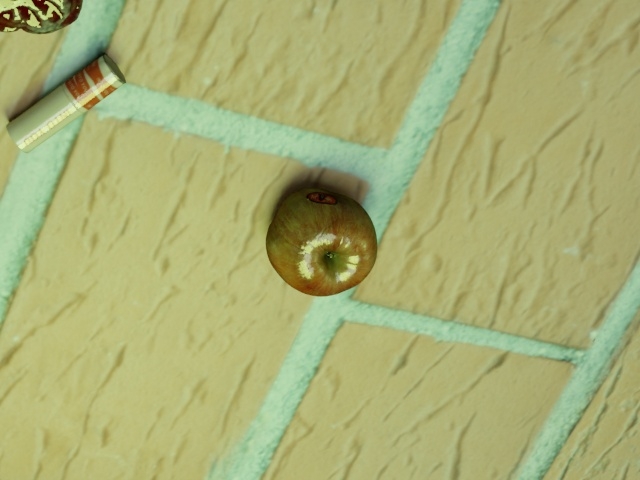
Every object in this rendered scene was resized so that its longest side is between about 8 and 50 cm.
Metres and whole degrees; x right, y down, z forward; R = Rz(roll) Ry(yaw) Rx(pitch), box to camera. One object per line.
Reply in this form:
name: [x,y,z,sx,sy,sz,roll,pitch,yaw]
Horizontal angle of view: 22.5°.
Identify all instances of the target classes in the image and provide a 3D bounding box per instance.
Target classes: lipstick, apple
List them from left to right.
lipstick: [-0.268,-0.143,1.690,0.131,0.038,0.038,-35,127,8]
apple: [0.001,0.002,1.841,0.126,0.102,0.126,-7,120,-13]

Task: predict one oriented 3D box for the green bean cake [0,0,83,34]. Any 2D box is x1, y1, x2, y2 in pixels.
green bean cake: [-0.304,-0.311,1.523,0.198,0.097,0.232,10,121,-23]
